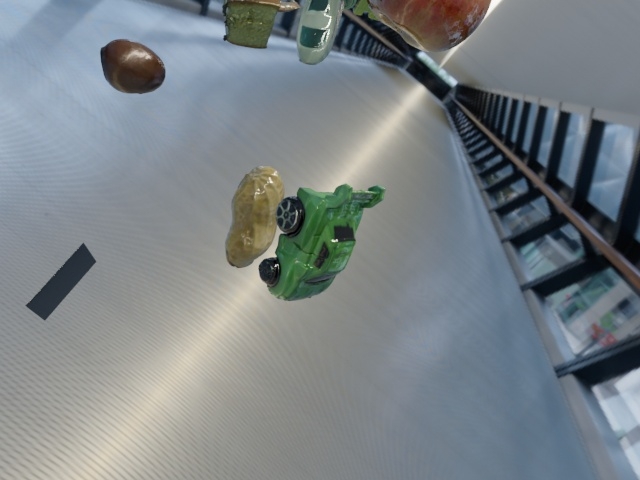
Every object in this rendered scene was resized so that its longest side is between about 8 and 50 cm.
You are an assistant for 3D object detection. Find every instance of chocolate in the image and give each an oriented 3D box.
[{"bbox_3d":[-0.428,-0.401,1.193,0.133,0.124,0.127,-10,16,-10],"label":"chocolate"}]

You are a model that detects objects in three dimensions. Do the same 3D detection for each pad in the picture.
[{"bbox_3d":[-0.808,0.130,1.627,0.006,0.245,0.170,32,-24,5],"label":"pad"}]

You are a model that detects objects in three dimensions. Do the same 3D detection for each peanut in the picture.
[{"bbox_3d":[-0.210,-0.075,1.680,0.159,0.339,0.174,11,14,9],"label":"peanut"}]

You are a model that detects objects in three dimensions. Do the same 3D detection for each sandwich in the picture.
[{"bbox_3d":[-0.177,-0.569,1.224,0.128,0.122,0.235,2,52,-17],"label":"sandwich"}]

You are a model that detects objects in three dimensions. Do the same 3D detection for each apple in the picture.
[{"bbox_3d":[0.167,-0.397,0.806,0.210,0.164,0.209,36,16,-12],"label":"apple"}]

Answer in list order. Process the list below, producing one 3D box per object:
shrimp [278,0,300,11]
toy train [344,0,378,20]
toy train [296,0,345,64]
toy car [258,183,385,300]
[{"bbox_3d":[-0.166,-0.835,1.806,0.178,0.075,0.289,-1,25,-15],"label":"shrimp"},{"bbox_3d":[0.198,-0.938,1.781,0.273,0.179,0.442,8,-14,-17],"label":"toy train"},{"bbox_3d":[0.016,-0.582,1.224,0.087,0.088,0.406,11,60,3],"label":"toy train"},{"bbox_3d":[0.000,0.000,1.282,0.176,0.358,0.214,34,23,35],"label":"toy car"}]
